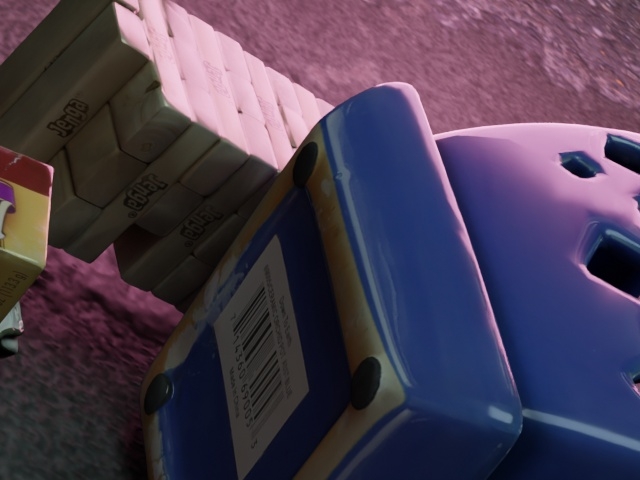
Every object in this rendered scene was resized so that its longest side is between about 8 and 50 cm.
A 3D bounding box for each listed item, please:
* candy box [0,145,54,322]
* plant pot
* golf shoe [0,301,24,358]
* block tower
[{"bbox_3d":[-0.181,0.028,0.603,0.109,0.186,0.053,24,38,-25],"label":"candy box"},{"bbox_3d":[0.059,0.086,0.746,0.212,0.236,0.236,19,34,-25],"label":"plant pot"},{"bbox_3d":[-0.161,0.013,0.782,0.086,0.069,0.176,55,24,-26],"label":"golf shoe"},{"bbox_3d":[0.000,0.000,0.865,0.335,0.097,0.091,28,31,-38],"label":"block tower"}]
